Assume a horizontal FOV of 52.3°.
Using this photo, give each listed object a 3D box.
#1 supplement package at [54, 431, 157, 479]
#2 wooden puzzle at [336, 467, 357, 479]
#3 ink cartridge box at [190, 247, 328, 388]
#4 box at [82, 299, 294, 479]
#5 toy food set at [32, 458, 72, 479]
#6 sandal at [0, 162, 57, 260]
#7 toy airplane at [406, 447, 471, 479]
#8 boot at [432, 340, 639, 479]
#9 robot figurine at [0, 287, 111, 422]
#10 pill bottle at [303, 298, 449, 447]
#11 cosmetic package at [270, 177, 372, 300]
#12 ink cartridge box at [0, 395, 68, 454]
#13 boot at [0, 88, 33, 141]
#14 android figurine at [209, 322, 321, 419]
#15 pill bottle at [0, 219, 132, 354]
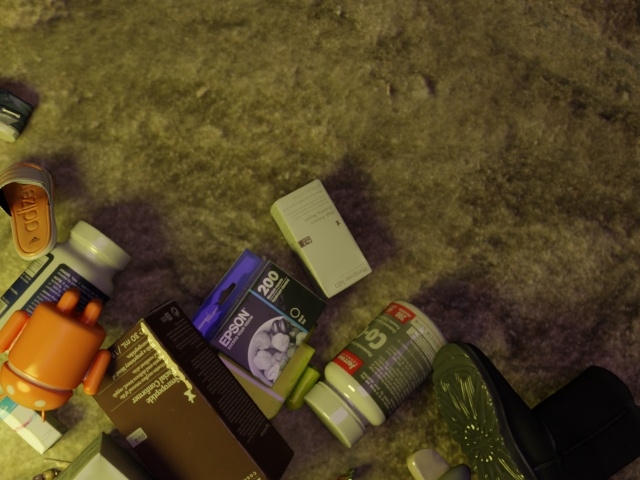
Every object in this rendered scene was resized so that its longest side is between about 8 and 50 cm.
[{"bbox_3d":[-0.370,0.471,1.146,0.194,0.203,0.149,46,73,-8],"label":"supplement package"},{"bbox_3d":[0.049,0.482,1.315,0.049,0.083,0.006,-38,88,16],"label":"wooden puzzle"},{"bbox_3d":[-0.124,0.149,1.298,0.208,0.045,0.206,36,73,-3],"label":"ink cartridge box"},{"bbox_3d":[-0.248,0.324,1.209,0.191,0.143,0.381,-39,91,16],"label":"box"},{"bbox_3d":[-0.507,0.476,1.221,0.078,0.019,0.122,13,77,-10],"label":"toy food set"},{"bbox_3d":[-0.553,-0.079,1.225,0.102,0.076,0.265,-24,52,-11],"label":"sandal"},{"bbox_3d":[0.331,0.614,1.248,0.386,0.272,0.384,10,77,-10],"label":"toy airplane"},{"bbox_3d":[0.469,0.332,1.332,0.445,0.146,0.367,-12,73,-35],"label":"boot"},{"bbox_3d":[-0.446,0.190,1.096,0.128,0.158,0.219,24,82,35],"label":"robot figurine"},{"bbox_3d":[0.112,0.267,1.320,0.283,0.161,0.161,-41,90,-16],"label":"pill bottle"},{"bbox_3d":[0.000,0.000,1.385,0.117,0.085,0.231,-30,86,-15],"label":"cosmetic package"},{"bbox_3d":[-0.533,0.333,1.205,0.122,0.088,0.052,41,74,-3],"label":"ink cartridge box"},{"bbox_3d":[-0.680,-0.275,1.302,0.190,0.069,0.086,27,68,-15],"label":"boot"},{"bbox_3d":[-0.126,0.251,1.326,0.248,0.056,0.273,33,74,-5],"label":"android figurine"},{"bbox_3d":[-0.488,0.100,1.224,0.153,0.153,0.265,38,75,-3],"label":"pill bottle"}]
